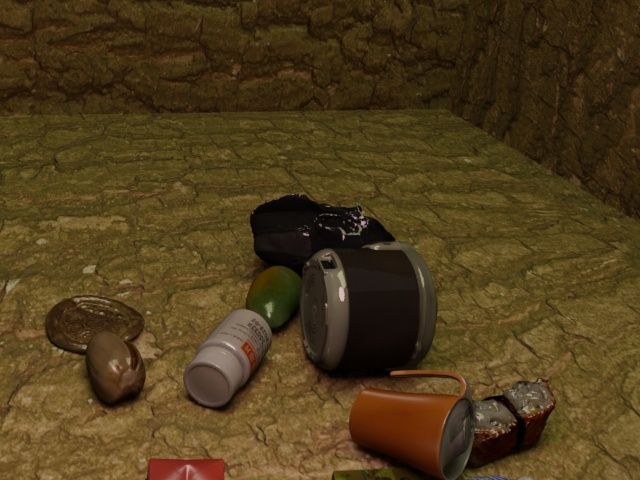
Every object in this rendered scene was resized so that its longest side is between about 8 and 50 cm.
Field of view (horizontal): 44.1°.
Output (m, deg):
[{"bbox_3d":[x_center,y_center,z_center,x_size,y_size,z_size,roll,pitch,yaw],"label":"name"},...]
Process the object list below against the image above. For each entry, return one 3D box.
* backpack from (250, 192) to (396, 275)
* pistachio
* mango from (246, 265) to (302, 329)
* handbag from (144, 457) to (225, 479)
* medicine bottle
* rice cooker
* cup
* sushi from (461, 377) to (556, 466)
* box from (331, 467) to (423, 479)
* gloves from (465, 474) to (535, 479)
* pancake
[{"bbox_3d":[0.000,0.000,2.358,0.446,0.254,0.363,8,-9,15],"label":"backpack"},{"bbox_3d":[-0.481,0.292,1.835,0.129,0.131,0.206,46,-4,-37],"label":"pistachio"},{"bbox_3d":[-0.129,0.164,2.200,0.157,0.114,0.251,20,37,4],"label":"mango"},{"bbox_3d":[-0.240,0.531,1.369,0.151,0.171,0.298,5,26,-11],"label":"handbag"},{"bbox_3d":[-0.222,0.279,1.902,0.145,0.144,0.252,16,26,14],"label":"medicine bottle"},{"bbox_3d":[0.129,0.170,2.035,0.326,0.335,0.335,-1,28,-16],"label":"rice cooker"},{"bbox_3d":[0.210,0.387,1.725,0.264,0.226,0.182,7,-20,33],"label":"cup"},{"bbox_3d":[0.424,0.419,1.844,0.332,0.124,0.130,-11,40,-30],"label":"sushi"},{"bbox_3d":[0.129,0.528,1.645,0.193,0.030,0.121,1,28,-13],"label":"box"},{"bbox_3d":[0.353,0.537,1.645,0.229,0.097,0.119,-9,1,-23],"label":"gloves"},{"bbox_3d":[-0.584,0.214,2.039,0.250,0.031,0.250,8,27,-4],"label":"pancake"}]
